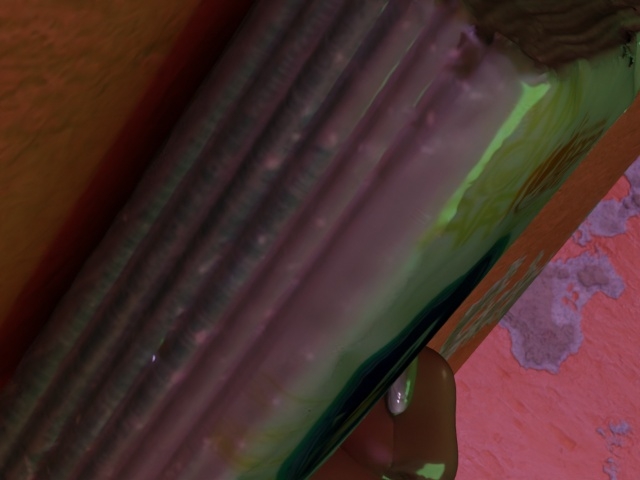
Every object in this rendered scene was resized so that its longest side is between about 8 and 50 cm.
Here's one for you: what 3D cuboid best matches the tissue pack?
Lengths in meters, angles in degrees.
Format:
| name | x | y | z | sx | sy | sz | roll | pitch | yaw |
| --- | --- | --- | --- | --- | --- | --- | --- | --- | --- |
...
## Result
| name | x | y | z | sx | sy | sz | roll | pitch | yaw |
| --- | --- | --- | --- | --- | --- | --- | --- | --- | --- |
| tissue pack | 0.000 | 0.000 | 0.783 | 0.388 | 0.162 | 0.287 | -54 | 169 | 25 |

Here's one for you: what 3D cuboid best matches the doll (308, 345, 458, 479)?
| name | x | y | z | sx | sy | sz | roll | pitch | yaw |
| --- | --- | --- | --- | --- | --- | --- | --- | --- | --- |
| doll | 0.028 | 0.172 | 1.386 | 0.284 | 0.216 | 0.268 | 123 | -23 | -60 |
